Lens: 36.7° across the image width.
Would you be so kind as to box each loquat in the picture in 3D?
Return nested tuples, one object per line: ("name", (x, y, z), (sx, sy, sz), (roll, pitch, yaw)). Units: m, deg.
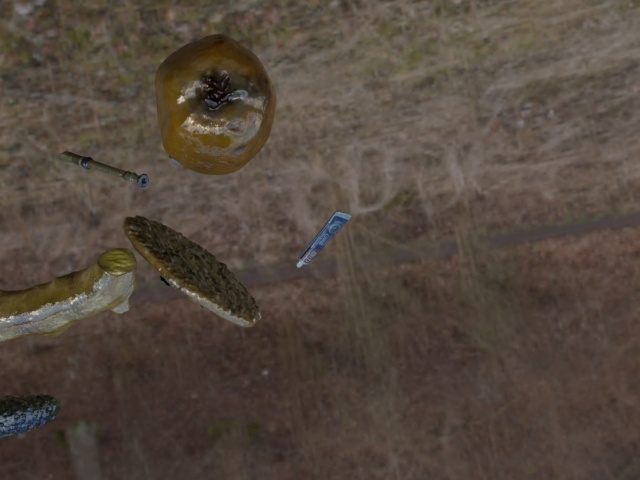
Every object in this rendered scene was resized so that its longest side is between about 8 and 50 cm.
("loquat", (-0.148, -0.189, 1.361), (0.176, 0.187, 0.234), (-25, 176, -18))

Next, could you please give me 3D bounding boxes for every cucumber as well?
("cucumber", (-0.487, 0.267, 1.459), (0.067, 0.068, 0.293), (-12, 170, 20))

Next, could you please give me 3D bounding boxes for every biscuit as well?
("biscuit", (-0.164, 0.038, 1.238), (0.033, 0.220, 0.220), (-51, 170, 7))

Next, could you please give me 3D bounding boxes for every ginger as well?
("ginger", (-0.352, 0.080, 1.182), (0.298, 0.065, 0.118), (-18, 132, 16))

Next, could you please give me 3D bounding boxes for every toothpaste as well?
("toothpaste", (0.000, 0.000, 1.685), (0.037, 0.021, 0.140), (17, 125, -39))

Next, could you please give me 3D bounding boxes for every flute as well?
("flute", (-0.401, -0.134, 1.776), (0.233, 0.027, 0.027), (18, -165, 36))

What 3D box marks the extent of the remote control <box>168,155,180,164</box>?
("remote control", (-0.186, -0.177, 1.764), (0.245, 0.022, 0.077), (-6, -141, 42))
